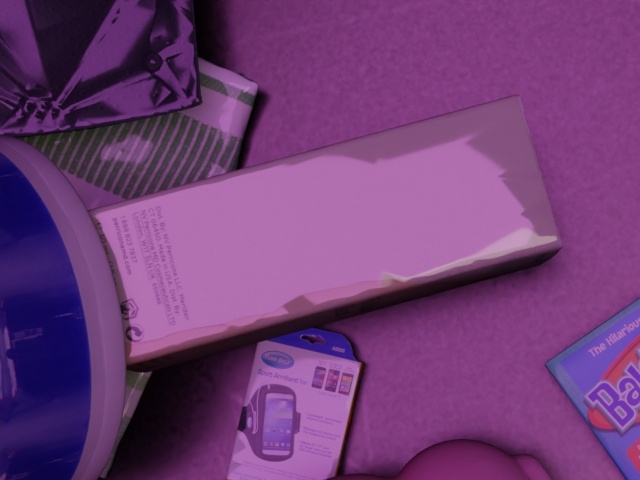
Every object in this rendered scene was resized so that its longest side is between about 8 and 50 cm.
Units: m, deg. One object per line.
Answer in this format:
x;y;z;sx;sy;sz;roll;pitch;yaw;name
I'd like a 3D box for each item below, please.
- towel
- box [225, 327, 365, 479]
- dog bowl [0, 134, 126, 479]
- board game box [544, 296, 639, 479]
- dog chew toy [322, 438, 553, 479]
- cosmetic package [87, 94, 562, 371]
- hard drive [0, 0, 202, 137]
-0.211;-0.017;1.337;0.248;0.038;0.324;24;89;9;towel
-0.018;0.132;1.302;0.081;0.028;0.136;13;85;9;box
-0.249;0.064;1.194;0.265;0.104;0.264;15;110;48;dog bowl
0.285;0.129;1.248;0.160;0.047;0.210;-36;80;4;board game box
0.021;0.257;1.205;0.332;0.206;0.206;-34;81;-3;dog chew toy
0.000;0.000;1.227;0.310;0.160;0.113;-14;84;1;cosmetic package
-0.215;-0.161;1.302;0.255;0.054;0.172;-6;86;7;hard drive
